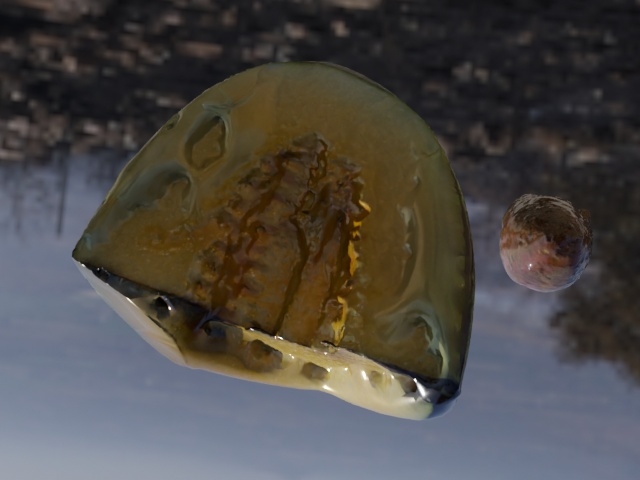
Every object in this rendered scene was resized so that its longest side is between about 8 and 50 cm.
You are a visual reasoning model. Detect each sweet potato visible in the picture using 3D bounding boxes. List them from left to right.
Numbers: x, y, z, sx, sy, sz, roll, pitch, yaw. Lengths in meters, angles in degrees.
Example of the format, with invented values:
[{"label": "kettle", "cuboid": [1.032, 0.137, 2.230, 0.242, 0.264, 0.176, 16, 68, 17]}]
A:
[{"label": "sweet potato", "cuboid": [0.124, -0.003, 1.028, 0.050, 0.050, 0.214, 4, -175, 7]}]

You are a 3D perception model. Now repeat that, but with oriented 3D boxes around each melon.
[{"label": "melon", "cuboid": [0.000, 0.000, 0.734, 0.160, 0.128, 0.079, 18, 176, 20]}]
